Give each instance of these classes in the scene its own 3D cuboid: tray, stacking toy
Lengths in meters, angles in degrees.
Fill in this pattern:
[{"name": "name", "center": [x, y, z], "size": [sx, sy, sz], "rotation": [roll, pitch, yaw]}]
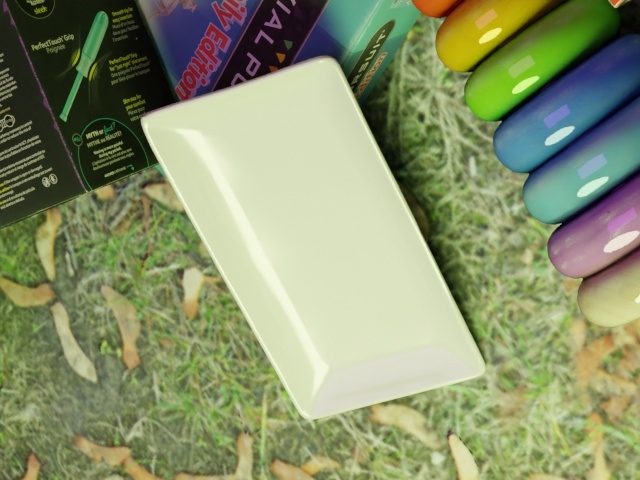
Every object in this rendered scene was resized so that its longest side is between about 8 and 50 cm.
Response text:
[{"name": "tray", "center": [0.000, 0.000, 1.240], "size": [0.145, 0.030, 0.270], "rotation": [-16, 120, 21]}, {"name": "stacking toy", "center": [0.127, -0.116, 1.086], "size": [0.141, 0.141, 0.330], "rotation": [-36, 89, 38]}]

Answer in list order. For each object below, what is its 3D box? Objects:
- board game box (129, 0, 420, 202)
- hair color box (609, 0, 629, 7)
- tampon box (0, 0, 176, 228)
[{"name": "board game box", "center": [-0.100, -0.204, 1.274], "size": [0.336, 0.079, 0.254], "rotation": [43, 126, 16]}, {"name": "hair color box", "center": [0.156, -0.223, 1.076], "size": [0.167, 0.093, 0.053], "rotation": [52, 128, 8]}, {"name": "tampon box", "center": [-0.184, -0.108, 1.240], "size": [0.101, 0.120, 0.161], "rotation": [-19, 95, 39]}]
